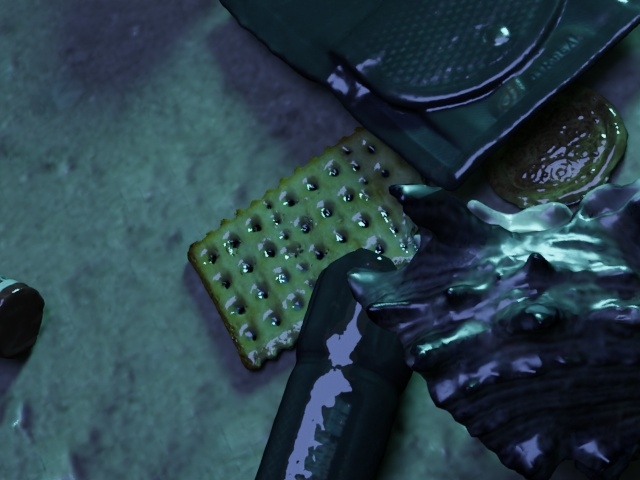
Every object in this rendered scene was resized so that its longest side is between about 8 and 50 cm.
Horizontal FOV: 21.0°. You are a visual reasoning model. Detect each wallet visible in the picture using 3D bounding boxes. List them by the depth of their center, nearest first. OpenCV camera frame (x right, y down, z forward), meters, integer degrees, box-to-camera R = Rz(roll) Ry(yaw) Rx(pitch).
[{"bbox_3d":[0.088,-0.196,1.375,0.247,0.041,0.323,-41,50,-4],"label":"wallet"}]

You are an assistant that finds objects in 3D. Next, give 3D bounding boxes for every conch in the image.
[{"bbox_3d":[0.134,0.047,1.089,0.241,0.313,0.186,10,91,36],"label":"conch"}]

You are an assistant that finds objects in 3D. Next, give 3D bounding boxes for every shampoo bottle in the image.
[{"bbox_3d":[-0.338,0.036,1.440,0.236,0.068,0.067,17,76,31],"label":"shampoo bottle"}]

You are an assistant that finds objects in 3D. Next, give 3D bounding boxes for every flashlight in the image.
[{"bbox_3d":[-0.015,0.208,1.190,0.103,0.103,0.424,9,69,28],"label":"flashlight"}]

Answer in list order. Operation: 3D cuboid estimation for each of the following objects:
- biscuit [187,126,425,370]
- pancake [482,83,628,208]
[{"bbox_3d":[0.000,0.000,1.335,0.203,0.016,0.144,-33,56,7],"label":"biscuit"},{"bbox_3d":[0.173,-0.070,1.294,0.115,0.011,0.115,-11,62,21],"label":"pancake"}]
